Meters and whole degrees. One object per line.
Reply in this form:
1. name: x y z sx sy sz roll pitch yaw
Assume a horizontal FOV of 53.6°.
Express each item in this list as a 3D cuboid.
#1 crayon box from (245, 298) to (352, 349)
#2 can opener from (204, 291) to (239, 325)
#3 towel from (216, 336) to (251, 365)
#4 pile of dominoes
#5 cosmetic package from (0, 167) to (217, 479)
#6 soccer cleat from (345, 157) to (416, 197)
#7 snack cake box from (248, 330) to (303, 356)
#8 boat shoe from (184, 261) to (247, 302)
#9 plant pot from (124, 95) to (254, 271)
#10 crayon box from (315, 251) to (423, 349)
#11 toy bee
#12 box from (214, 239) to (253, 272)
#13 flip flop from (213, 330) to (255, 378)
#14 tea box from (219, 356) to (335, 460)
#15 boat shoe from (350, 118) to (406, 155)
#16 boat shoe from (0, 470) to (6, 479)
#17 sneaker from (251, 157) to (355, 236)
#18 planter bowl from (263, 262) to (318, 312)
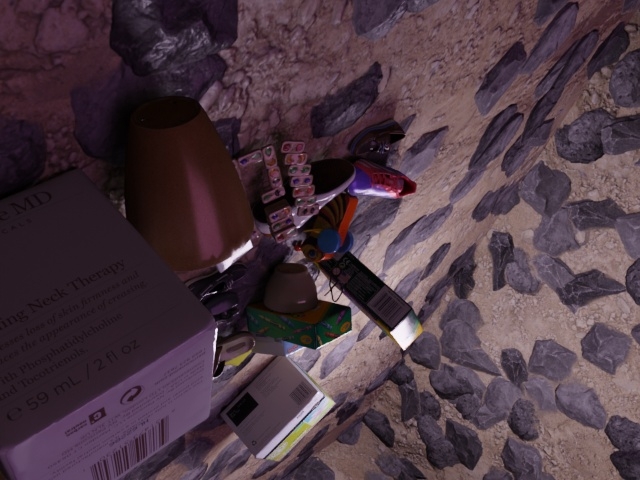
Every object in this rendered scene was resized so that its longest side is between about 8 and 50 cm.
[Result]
1. crayon box: -0.066 0.231 1.868 0.165 0.279 0.081 -19 111 -47
2. can opener: -0.337 0.225 1.682 0.280 0.074 0.093 -31 117 -35
3. towel: -0.289 0.354 2.003 0.102 0.021 0.237 -46 157 6
4. pile of dominoes: -0.097 -0.107 1.448 0.196 0.040 0.251 -25 135 -14
5. cosmetic package: -0.419 0.167 1.028 0.329 0.394 0.327 -31 152 -32
6. soccer cleat: 0.169 -0.169 1.800 0.318 0.117 0.108 -1 104 -61
7. snack cake box: -0.085 0.289 2.052 0.264 0.152 0.089 -17 100 -49
8. boat shoe: -0.259 0.116 1.623 0.206 0.065 0.075 -21 145 -45
9. plant pot: -0.249 -0.114 1.124 0.237 0.237 0.254 -32 139 -30
10. crayon box: 0.150 0.168 2.016 0.106 0.363 0.313 -46 156 -3
11. toy bee: 0.000 0.000 1.813 0.195 0.162 0.298 40 68 -58
12. box: -0.227 -0.005 1.445 0.101 0.102 0.087 -40 157 -14
13. flip flop: -0.309 0.360 1.860 0.277 0.080 0.112 -23 138 -23
14. tea box: -0.154 0.645 2.428 0.329 0.220 0.323 -45 157 -6
15. boat shoe: 0.160 -0.273 1.716 0.183 0.066 0.066 -34 153 -28
16. boat shoe: -0.771 0.547 1.409 0.302 0.098 0.109 -62 166 26
17. sneaker: -0.041 -0.108 1.610 0.290 0.106 0.123 -30 156 -11
18. planter bowl: -0.087 0.130 1.850 0.162 0.162 0.109 -19 117 -47
